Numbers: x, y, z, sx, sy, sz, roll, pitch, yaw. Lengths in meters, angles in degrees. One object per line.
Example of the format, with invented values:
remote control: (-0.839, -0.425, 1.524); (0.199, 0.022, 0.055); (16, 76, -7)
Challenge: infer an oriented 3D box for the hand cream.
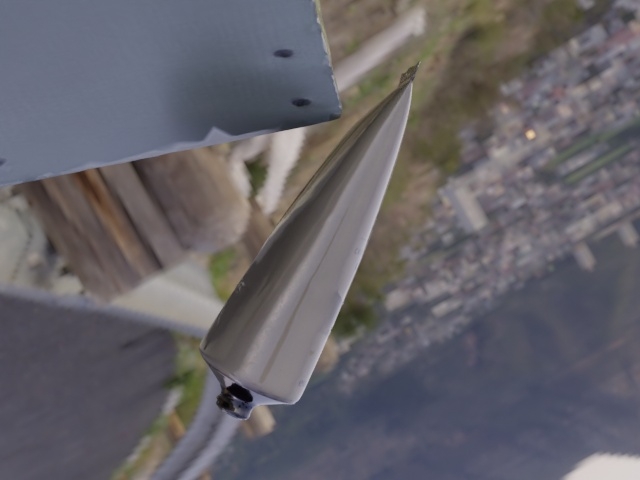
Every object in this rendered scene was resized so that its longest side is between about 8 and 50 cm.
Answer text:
hand cream: (0.000, 0.000, 0.743); (0.186, 0.054, 0.087); (-62, -178, 2)

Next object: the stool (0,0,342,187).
stool: (-0.104, -0.187, 0.604); (0.170, 0.243, 0.269); (-12, 159, 3)
